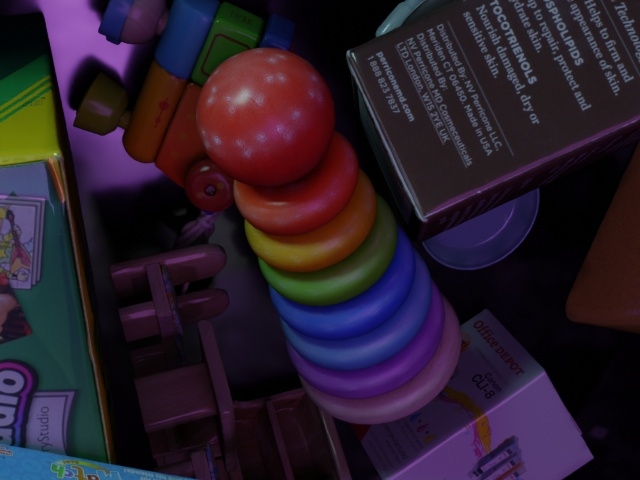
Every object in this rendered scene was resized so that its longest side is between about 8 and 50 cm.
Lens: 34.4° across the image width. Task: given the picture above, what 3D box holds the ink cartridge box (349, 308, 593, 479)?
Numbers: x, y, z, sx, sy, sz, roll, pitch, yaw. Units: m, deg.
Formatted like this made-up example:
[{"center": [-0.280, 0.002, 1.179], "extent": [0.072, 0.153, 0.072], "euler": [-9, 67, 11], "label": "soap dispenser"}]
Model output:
[{"center": [0.137, 0.179, 0.975], "extent": [0.176, 0.128, 0.127], "euler": [-34, 120, -2], "label": "ink cartridge box"}]

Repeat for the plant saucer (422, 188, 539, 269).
[{"center": [0.140, -0.031, 0.938], "extent": [0.119, 0.021, 0.119], "euler": [-8, 117, -15], "label": "plant saucer"}]

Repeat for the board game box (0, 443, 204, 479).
[{"center": [-0.166, 0.217, 0.585], "extent": [0.160, 0.039, 0.211], "euler": [16, 111, -23], "label": "board game box"}]

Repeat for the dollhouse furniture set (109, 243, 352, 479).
[{"center": [-0.060, 0.144, 0.843], "extent": [0.161, 0.212, 0.242], "euler": [-13, 152, -10], "label": "dollhouse furniture set"}]

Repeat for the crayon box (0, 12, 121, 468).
[{"center": [-0.202, 0.061, 0.703], "extent": [0.106, 0.313, 0.363], "euler": [-10, 117, -13], "label": "crayon box"}]

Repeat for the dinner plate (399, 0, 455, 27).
[{"center": [0.126, -0.184, 0.804], "extent": [0.141, 0.141, 0.017], "euler": [-22, 82, -7], "label": "dinner plate"}]

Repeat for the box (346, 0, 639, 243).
[{"center": [0.216, -0.140, 0.772], "extent": [0.381, 0.191, 0.143], "euler": [-23, 84, 1], "label": "box"}]

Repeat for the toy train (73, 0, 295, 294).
[{"center": [-0.126, -0.077, 0.797], "extent": [0.143, 0.105, 0.248], "euler": [23, 116, -9], "label": "toy train"}]

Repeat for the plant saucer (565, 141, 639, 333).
[{"center": [0.450, -0.023, 1.009], "extent": [0.333, 0.081, 0.332], "euler": [12, 110, -22], "label": "plant saucer"}]

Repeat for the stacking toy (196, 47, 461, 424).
[{"center": [0.000, 0.000, 0.749], "extent": [0.141, 0.141, 0.330], "euler": [-31, 137, -2], "label": "stacking toy"}]

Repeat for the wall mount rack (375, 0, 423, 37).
[{"center": [0.096, -0.316, 0.737], "extent": [0.304, 0.130, 0.350], "euler": [-28, 125, 35], "label": "wall mount rack"}]
